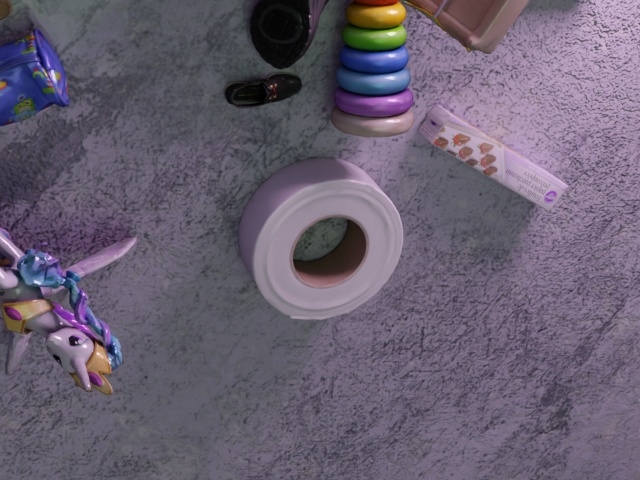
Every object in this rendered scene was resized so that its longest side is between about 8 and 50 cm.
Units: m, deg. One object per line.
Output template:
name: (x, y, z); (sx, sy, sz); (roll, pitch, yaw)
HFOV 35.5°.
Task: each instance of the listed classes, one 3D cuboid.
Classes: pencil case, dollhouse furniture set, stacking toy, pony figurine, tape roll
pencil case: (-0.519, -0.201, 1.442); (0.306, 0.133, 0.119); (-23, 91, -10)
dollhouse furniture set: (0.307, -0.450, 1.613); (0.151, 0.197, 0.301); (12, 119, -49)
stacking toy: (0.092, -0.341, 1.618); (0.141, 0.141, 0.330); (-6, 115, -19)
pony figurine: (-0.455, 0.075, 1.536); (0.363, 0.351, 0.303); (41, 95, -16)
tape roll: (0.000, 0.000, 1.788); (0.286, 0.100, 0.286); (-10, 122, -17)

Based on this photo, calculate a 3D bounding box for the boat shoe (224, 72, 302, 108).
boat shoe: (-0.090, -0.244, 1.646); (0.133, 0.042, 0.049); (-11, 120, -18)

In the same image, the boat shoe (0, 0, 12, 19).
boat shoe: (-0.508, -0.322, 1.426); (0.135, 0.045, 0.050); (-13, 122, -15)

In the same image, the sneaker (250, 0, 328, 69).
sneaker: (-0.016, -0.391, 1.549); (0.130, 0.109, 0.286); (-40, 162, -49)

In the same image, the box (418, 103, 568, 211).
box: (0.322, -0.150, 1.853); (0.324, 0.067, 0.063); (25, 107, -31)
